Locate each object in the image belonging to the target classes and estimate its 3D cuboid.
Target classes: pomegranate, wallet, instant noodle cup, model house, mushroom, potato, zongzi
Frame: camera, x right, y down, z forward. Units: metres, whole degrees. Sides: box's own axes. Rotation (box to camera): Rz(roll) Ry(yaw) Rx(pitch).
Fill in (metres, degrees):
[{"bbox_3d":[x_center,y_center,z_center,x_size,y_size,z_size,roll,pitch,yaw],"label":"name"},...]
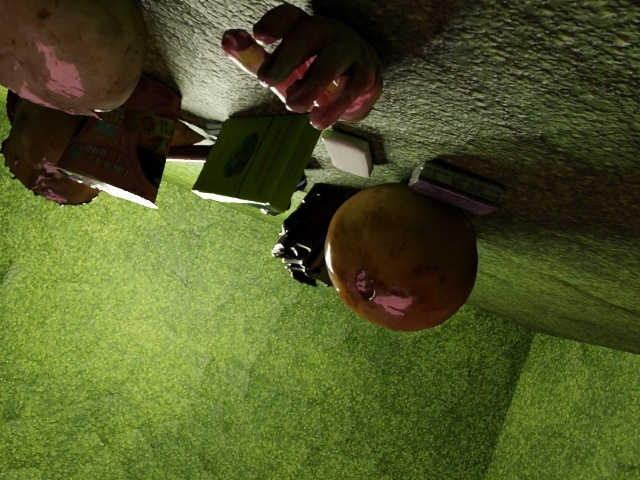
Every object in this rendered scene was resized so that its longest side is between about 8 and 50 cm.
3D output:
[{"bbox_3d":[0.184,0.028,1.261,0.338,0.338,0.338,21,174,2],"label":"pomegranate"},{"bbox_3d":[-0.332,-0.232,1.540,0.198,0.031,0.110,3,-159,8],"label":"wallet"},{"bbox_3d":[-0.423,-0.226,1.265,0.244,0.255,0.244,20,174,2],"label":"instant noodle cup"},{"bbox_3d":[0.058,-0.169,1.156,0.095,0.033,0.190,22,174,14],"label":"wallet"},{"bbox_3d":[0.000,0.000,1.694,0.283,0.317,0.297,17,156,41],"label":"model house"},{"bbox_3d":[-0.338,-0.305,0.754,0.254,0.195,0.189,29,139,-16],"label":"mushroom"},{"bbox_3d":[-0.595,-0.274,1.379,0.289,0.301,0.237,42,134,5],"label":"potato"},{"bbox_3d":[-0.426,-0.296,1.535,0.194,0.099,0.197,29,-160,38],"label":"zongzi"}]

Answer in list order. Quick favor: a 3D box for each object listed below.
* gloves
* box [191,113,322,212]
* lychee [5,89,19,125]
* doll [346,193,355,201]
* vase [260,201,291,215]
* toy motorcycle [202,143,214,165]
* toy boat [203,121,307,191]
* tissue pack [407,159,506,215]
[{"bbox_3d":[-0.010,-0.204,0.669,0.145,0.126,0.241,45,-176,16],"label":"gloves"},{"bbox_3d":[-0.138,-0.161,1.171,0.047,0.187,0.335,29,171,-36],"label":"box"},{"bbox_3d":[-0.744,-0.365,1.563,0.195,0.194,0.194,21,174,2],"label":"lychee"},{"bbox_3d":[0.170,-0.040,1.522,0.257,0.117,0.182,21,-169,-43],"label":"doll"},{"bbox_3d":[-0.131,-0.145,1.779,0.116,0.115,0.237,22,170,-6],"label":"vase"},{"bbox_3d":[-0.238,-0.209,1.666,0.225,0.073,0.152,21,177,-31],"label":"toy motorcycle"},{"bbox_3d":[-0.166,-0.208,1.486,0.292,0.070,0.210,26,169,-12],"label":"toy boat"},{"bbox_3d":[0.247,-0.095,1.073,0.156,0.051,0.112,21,177,-1],"label":"tissue pack"}]
